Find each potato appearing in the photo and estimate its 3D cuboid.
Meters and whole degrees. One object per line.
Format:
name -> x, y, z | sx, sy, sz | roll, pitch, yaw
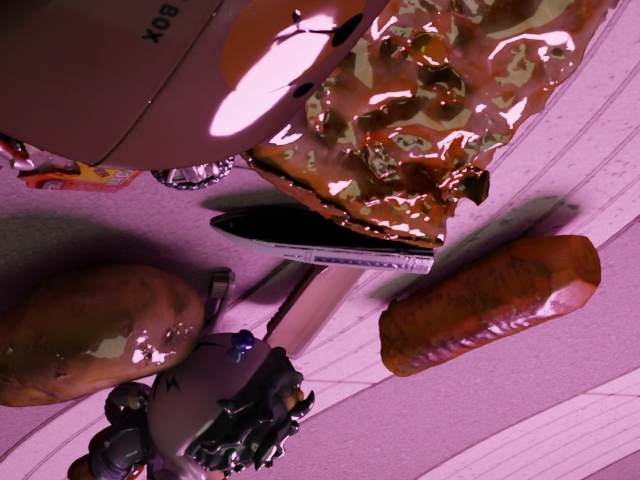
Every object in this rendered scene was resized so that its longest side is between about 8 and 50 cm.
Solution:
potato -> -0.278, 0.110, 1.477 | 0.296, 0.141, 0.191 | -23, 166, 19

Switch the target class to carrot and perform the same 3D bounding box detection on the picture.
carrot -> 0.209, 0.078, 1.631 | 0.302, 0.114, 0.114 | -27, 148, 32

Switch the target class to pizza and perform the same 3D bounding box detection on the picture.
pizza -> 0.065, -0.132, 1.145 | 0.435, 0.080, 0.392 | -5, 137, -5

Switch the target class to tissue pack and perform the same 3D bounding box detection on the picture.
tissue pack -> -0.076, -0.231, 0.793 | 0.277, 0.267, 0.387 | 15, 134, -31

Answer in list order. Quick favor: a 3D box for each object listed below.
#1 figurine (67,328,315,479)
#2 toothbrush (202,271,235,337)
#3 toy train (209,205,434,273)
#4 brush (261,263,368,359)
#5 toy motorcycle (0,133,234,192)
figurine -> -0.162, 0.241, 1.599 | 0.186, 0.261, 0.382 | 37, 133, -19
toothbrush -> -0.148, 0.132, 1.678 | 0.030, 0.025, 0.342 | 3, 149, -12
toy train -> 0.000, 0.000, 1.442 | 0.252, 0.055, 0.048 | 6, 144, -7
brush -> 0.022, 0.033, 1.544 | 0.060, 0.050, 0.321 | 21, 132, -19
toy motorcycle -> -0.209, -0.109, 1.160 | 0.298, 0.089, 0.171 | 4, 147, -24
